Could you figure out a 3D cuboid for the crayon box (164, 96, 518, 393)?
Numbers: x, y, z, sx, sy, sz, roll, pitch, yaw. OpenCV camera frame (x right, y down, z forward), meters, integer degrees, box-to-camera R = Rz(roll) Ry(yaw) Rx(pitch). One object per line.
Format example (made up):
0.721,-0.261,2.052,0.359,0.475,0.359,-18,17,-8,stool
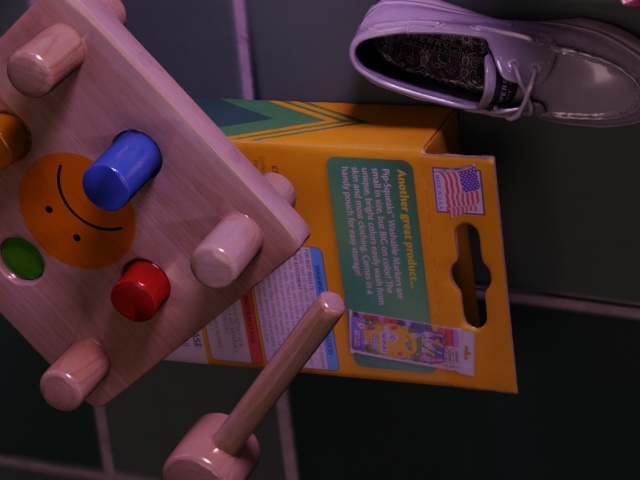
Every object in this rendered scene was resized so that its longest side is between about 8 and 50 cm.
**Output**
0.000,0.000,1.471,0.323,0.083,0.203,4,120,23,crayon box

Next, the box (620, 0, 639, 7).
0.219,-0.289,1.085,0.142,0.154,0.300,-17,85,27,box

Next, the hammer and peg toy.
-0.131,0.008,1.406,0.361,0.127,0.266,46,124,-6,hammer and peg toy

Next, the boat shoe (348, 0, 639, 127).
0.128,-0.115,1.345,0.227,0.081,0.079,14,123,17,boat shoe
